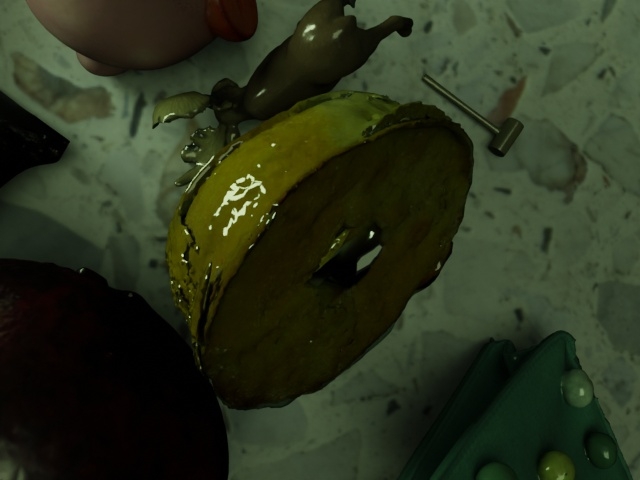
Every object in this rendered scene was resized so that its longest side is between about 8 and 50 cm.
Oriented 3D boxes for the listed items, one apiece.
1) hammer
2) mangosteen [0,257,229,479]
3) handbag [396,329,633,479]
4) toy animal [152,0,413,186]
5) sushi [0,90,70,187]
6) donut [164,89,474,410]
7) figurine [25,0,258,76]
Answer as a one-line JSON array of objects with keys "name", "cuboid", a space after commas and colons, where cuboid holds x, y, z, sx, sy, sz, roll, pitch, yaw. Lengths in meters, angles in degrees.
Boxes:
[{"name": "hammer", "cuboid": [0.145, -0.128, 0.592, 0.110, 0.019, 0.036, 36, 88, -2]}, {"name": "mangosteen", "cuboid": [-0.219, 0.184, 0.406, 0.306, 0.307, 0.347, 15, 58, -7]}, {"name": "handbag", "cuboid": [0.195, 0.240, 0.502, 0.274, 0.100, 0.269, -28, 96, -49]}, {"name": "toy animal", "cuboid": [-0.043, -0.132, 0.507, 0.094, 0.214, 0.186, 48, 57, -15]}, {"name": "sushi", "cuboid": [-0.334, -0.063, 0.457, 0.153, 0.172, 0.150, 35, 98, 6]}, {"name": "donut", "cuboid": [0.000, 0.000, 0.483, 0.272, 0.272, 0.107, -47, 57, -2]}, {"name": "figurine", "cuboid": [-0.154, -0.218, 0.478, 0.173, 0.173, 0.173, 0, 93, -7]}]
